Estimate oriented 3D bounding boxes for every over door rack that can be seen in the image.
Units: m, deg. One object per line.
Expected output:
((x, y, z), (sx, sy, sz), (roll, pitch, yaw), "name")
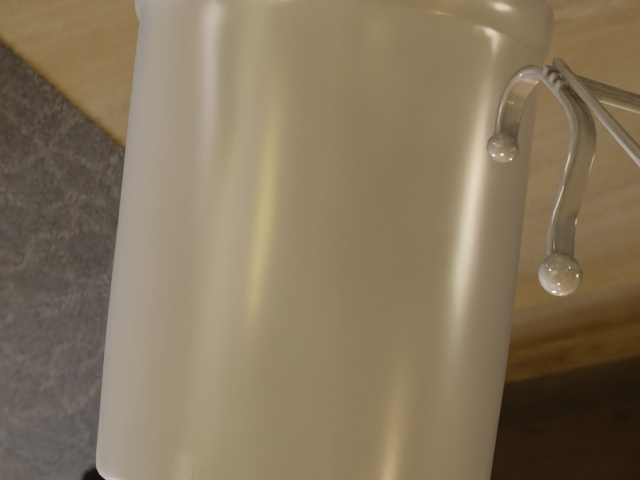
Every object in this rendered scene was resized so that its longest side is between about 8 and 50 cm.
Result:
((0.244, 0.018, 0.548), (0.240, 0.324, 0.108), (12, 108, -21), "over door rack")

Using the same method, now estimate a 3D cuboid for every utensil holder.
((0.000, 0.000, 0.875), (0.328, 0.327, 0.385), (6, 86, -2), "utensil holder")
